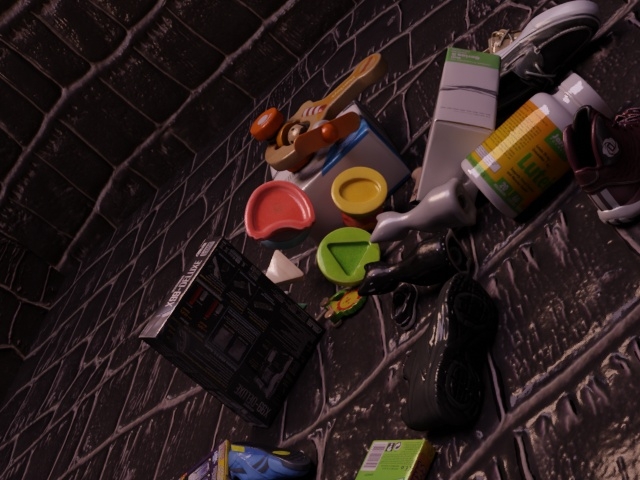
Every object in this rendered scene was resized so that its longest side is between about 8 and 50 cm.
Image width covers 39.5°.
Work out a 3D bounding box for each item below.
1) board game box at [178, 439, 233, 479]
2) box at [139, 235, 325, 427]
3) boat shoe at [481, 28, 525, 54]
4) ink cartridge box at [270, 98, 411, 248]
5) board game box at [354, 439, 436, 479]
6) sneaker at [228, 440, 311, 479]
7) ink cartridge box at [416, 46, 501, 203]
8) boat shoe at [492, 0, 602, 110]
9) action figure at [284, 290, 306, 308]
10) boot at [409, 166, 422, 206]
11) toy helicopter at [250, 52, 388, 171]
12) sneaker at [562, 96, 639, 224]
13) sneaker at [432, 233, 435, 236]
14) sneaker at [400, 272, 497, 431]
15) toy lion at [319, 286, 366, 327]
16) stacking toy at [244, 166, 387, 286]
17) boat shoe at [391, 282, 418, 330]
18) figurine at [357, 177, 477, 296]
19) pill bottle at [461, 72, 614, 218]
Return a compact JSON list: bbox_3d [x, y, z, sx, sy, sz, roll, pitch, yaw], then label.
[{"bbox_3d":[-0.211,0.478,1.673,0.141,0.048,0.170,-40,21,15],"label":"board game box"},{"bbox_3d":[-0.163,0.181,1.740,0.076,0.307,0.242,-9,44,54],"label":"box"},{"bbox_3d":[0.407,-0.408,1.950,0.302,0.098,0.109,-34,25,33],"label":"boat shoe"},{"bbox_3d":[0.036,-0.186,2.195,0.285,0.166,0.395,-43,22,12],"label":"ink cartridge box"},{"bbox_3d":[0.069,0.403,1.268,0.124,0.039,0.259,-19,32,54],"label":"board game box"},{"bbox_3d":[-0.089,0.404,1.560,0.209,0.069,0.082,-5,79,49],"label":"sneaker"},{"bbox_3d":[0.272,-0.219,1.737,0.273,0.115,0.198,-72,-8,-48],"label":"ink cartridge box"},{"bbox_3d":[0.436,-0.355,1.814,0.335,0.121,0.119,-34,47,46],"label":"boat shoe"},{"bbox_3d":[-0.131,0.211,1.924,0.063,0.137,0.232,82,-155,-59],"label":"action figure"},{"bbox_3d":[0.213,-0.113,1.898,0.087,0.042,0.118,-63,17,-16],"label":"boot"},{"bbox_3d":[0.016,-0.289,2.010,0.355,0.140,0.235,-43,25,3],"label":"toy helicopter"},{"bbox_3d":[0.456,-0.173,1.342,0.106,0.162,0.281,-18,36,53],"label":"sneaker"},{"bbox_3d":[0.235,-0.018,1.706,0.083,0.031,0.035,-57,4,-23],"label":"sneaker"},{"bbox_3d":[0.185,0.167,1.370,0.130,0.109,0.286,-36,21,45],"label":"sneaker"},{"bbox_3d":[0.050,0.126,1.810,0.096,0.034,0.100,-39,21,4],"label":"toy lion"},{"bbox_3d":[0.000,0.000,1.919,0.309,0.130,0.279,-6,60,4],"label":"stacking toy"},{"bbox_3d":[0.149,0.112,1.622,0.046,0.038,0.125,-36,24,29],"label":"boat shoe"},{"bbox_3d":[0.169,0.001,1.636,0.209,0.092,0.214,-19,38,34],"label":"figurine"},{"bbox_3d":[0.374,-0.165,1.528,0.246,0.136,0.136,-43,21,13],"label":"pill bottle"}]
